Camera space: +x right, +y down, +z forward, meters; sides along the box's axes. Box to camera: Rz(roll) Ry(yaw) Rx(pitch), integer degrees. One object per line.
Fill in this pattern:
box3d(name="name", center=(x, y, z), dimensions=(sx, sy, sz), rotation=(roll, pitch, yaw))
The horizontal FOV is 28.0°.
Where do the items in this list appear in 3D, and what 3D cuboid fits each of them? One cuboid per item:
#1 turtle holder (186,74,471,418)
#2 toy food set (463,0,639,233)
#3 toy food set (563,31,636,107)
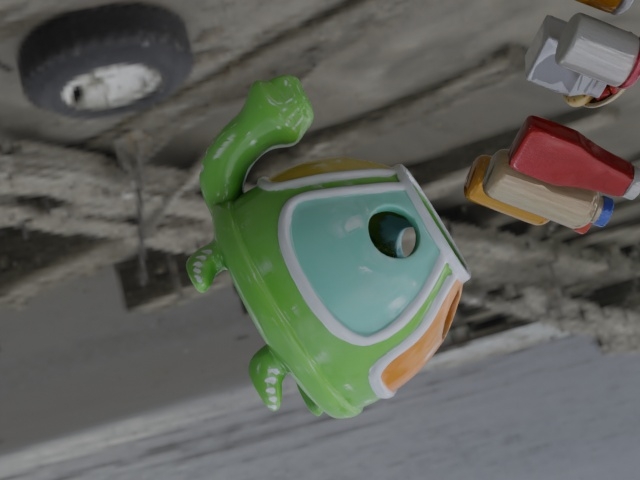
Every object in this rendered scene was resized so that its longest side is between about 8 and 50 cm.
box3d(name="turtle holder", center=(0.010, 0.012, 1.321), dimensions=(0.227, 0.320, 0.243), rotation=(-32, 144, 10))
box3d(name="toy food set", center=(0.199, -0.090, 0.957), dimensions=(0.104, 0.111, 0.232), rotation=(20, 124, -7))
box3d(name="toy food set", center=(0.272, -0.165, 1.232), dimensions=(0.020, 0.083, 0.083), rotation=(29, 168, -27))
